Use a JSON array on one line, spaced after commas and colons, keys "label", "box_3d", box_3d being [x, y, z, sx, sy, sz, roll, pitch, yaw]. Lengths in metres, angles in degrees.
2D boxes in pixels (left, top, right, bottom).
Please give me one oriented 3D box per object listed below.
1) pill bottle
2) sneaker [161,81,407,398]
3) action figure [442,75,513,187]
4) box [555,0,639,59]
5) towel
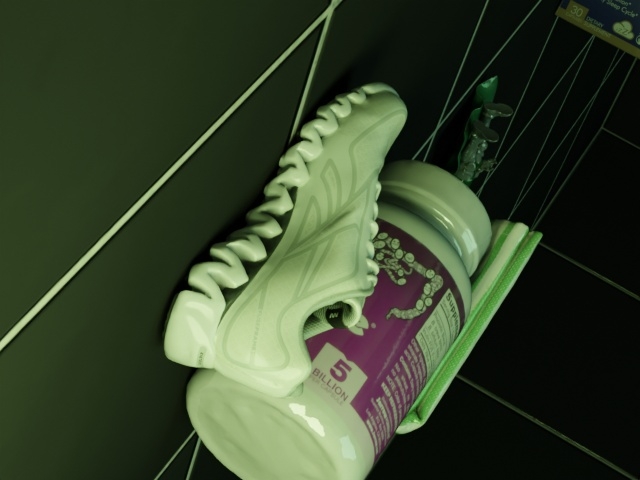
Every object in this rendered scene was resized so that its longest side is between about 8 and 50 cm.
[{"label": "pill bottle", "box_3d": [0.028, 0.070, 1.406, 0.301, 0.169, 0.169, -53, 168, -34]}, {"label": "sneaker", "box_3d": [0.000, 0.000, 1.229, 0.292, 0.118, 0.110, -56, 167, -30]}, {"label": "action figure", "box_3d": [0.173, -0.081, 1.996, 0.137, 0.063, 0.232, -56, 173, -35]}, {"label": "box", "box_3d": [0.424, -0.372, 2.161, 0.225, 0.136, 0.036, -65, 168, 25]}, {"label": "towel", "box_3d": [0.077, 0.075, 1.622, 0.248, 0.038, 0.325, -58, -160, -10]}]
